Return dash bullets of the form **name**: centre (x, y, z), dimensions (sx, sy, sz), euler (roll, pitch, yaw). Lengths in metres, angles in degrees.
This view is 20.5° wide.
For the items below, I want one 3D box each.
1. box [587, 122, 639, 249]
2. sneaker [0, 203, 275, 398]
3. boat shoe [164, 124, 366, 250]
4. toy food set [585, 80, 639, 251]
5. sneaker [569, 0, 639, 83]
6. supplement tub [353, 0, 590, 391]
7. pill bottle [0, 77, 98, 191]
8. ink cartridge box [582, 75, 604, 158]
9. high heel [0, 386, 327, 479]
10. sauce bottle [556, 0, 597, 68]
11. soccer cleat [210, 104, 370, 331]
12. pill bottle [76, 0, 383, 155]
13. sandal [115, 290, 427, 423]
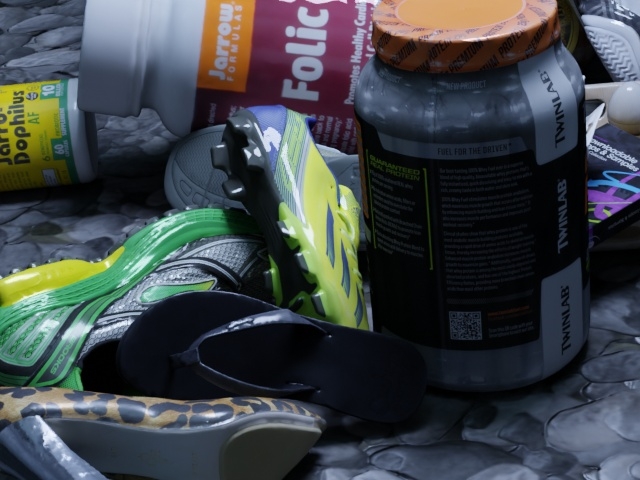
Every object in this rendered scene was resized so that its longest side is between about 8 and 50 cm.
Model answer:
- **box**: centre (0.252, -0.050, 1.655), dimensions (0.162, 0.029, 0.116), euler (-28, 40, -28)
- **sneaker**: centre (-0.147, 0.079, 1.551), dimensions (0.343, 0.134, 0.146), euler (-24, 57, -39)
- **boat shoe**: centre (-0.011, -0.043, 1.766), dimensions (0.320, 0.118, 0.103), euler (6, -10, 29)
- **toy food set**: centre (0.268, -0.081, 1.783), dimensions (0.220, 0.092, 0.306), euler (-4, 27, 4)
- **sneaker**: centre (0.353, -0.348, 1.972), dimensions (0.210, 0.366, 0.137), euler (-28, 0, 11)
- **supplement tub**: centre (0.129, -0.048, 1.497), dimensions (0.194, 0.316, 0.193), euler (-4, 27, 2)
- **pill bottle**: centre (-0.355, -0.111, 1.943), dimensions (0.208, 0.117, 0.117), euler (-5, 27, 0)
- **ink cartridge box**: centre (0.184, -0.095, 1.627), dimensions (0.143, 0.090, 0.092), euler (5, 35, 19)
- **high heel**: centre (-0.135, 0.138, 1.384), dimensions (0.261, 0.093, 0.186), euler (-13, 33, -43)
- **sauce bottle**: centre (0.246, -0.242, 2.086), dimensions (0.344, 0.111, 0.111), euler (-15, 28, -16)
- **soccer cleat**: centre (0.000, -0.001, 1.564), dimensions (0.121, 0.093, 0.289), euler (-5, 59, -32)
- **pill bottle**: centre (-0.050, -0.207, 1.866), dimensions (0.392, 0.224, 0.224), euler (6, 26, -6)
- **sandal**: centre (-0.037, 0.093, 1.437), dimensions (0.254, 0.097, 0.054), euler (5, -5, -6)
